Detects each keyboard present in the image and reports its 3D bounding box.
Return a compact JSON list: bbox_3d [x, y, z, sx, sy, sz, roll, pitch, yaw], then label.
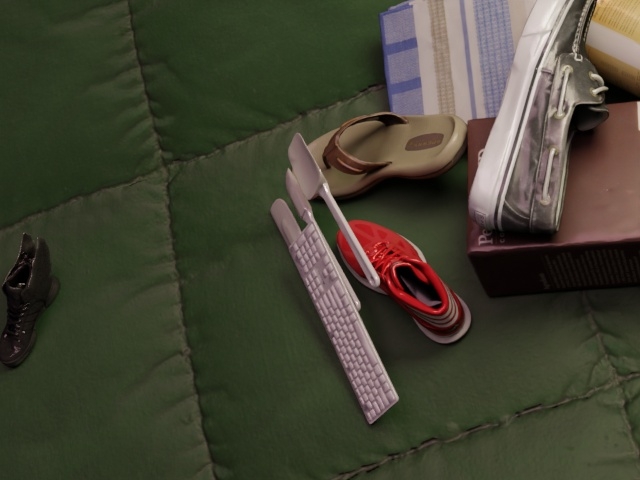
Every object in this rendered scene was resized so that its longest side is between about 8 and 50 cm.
[{"bbox_3d":[0.027,0.100,1.608,0.014,0.072,0.256,-13,66,-30],"label":"keyboard"}]

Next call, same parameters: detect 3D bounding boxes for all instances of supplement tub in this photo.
[{"bbox_3d":[0.403,-0.258,1.625,0.199,0.144,0.144,33,79,29],"label":"supplement tub"}]

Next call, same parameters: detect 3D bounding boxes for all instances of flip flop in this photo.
[{"bbox_3d":[0.066,-0.121,1.682,0.277,0.080,0.112,-5,62,44],"label":"flip flop"}]

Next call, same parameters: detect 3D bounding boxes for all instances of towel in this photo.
[{"bbox_3d":[0.203,-0.237,1.669,0.285,0.034,0.209,-12,81,38],"label":"towel"}]

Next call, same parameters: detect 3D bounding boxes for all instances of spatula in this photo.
[{"bbox_3d":[0.000,0.000,1.643,0.019,0.168,0.242,-9,55,-29],"label":"spatula"}]

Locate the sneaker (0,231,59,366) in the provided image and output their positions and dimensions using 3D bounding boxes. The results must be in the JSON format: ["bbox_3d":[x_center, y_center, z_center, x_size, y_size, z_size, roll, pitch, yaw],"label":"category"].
[{"bbox_3d":[-0.411,0.082,1.776,0.051,0.089,0.170,16,71,25],"label":"sneaker"}]

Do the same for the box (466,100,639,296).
[{"bbox_3d":[0.371,-0.056,1.544,0.381,0.143,0.191,-6,63,18],"label":"box"}]

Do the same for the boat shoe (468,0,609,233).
[{"bbox_3d":[0.275,-0.156,1.497,0.119,0.121,0.335,16,80,18],"label":"boat shoe"}]

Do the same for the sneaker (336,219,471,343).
[{"bbox_3d":[0.094,0.026,1.604,0.221,0.128,0.087,37,80,28],"label":"sneaker"}]
